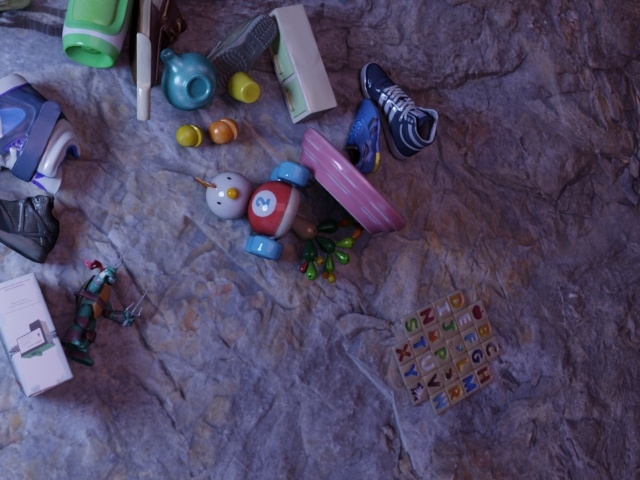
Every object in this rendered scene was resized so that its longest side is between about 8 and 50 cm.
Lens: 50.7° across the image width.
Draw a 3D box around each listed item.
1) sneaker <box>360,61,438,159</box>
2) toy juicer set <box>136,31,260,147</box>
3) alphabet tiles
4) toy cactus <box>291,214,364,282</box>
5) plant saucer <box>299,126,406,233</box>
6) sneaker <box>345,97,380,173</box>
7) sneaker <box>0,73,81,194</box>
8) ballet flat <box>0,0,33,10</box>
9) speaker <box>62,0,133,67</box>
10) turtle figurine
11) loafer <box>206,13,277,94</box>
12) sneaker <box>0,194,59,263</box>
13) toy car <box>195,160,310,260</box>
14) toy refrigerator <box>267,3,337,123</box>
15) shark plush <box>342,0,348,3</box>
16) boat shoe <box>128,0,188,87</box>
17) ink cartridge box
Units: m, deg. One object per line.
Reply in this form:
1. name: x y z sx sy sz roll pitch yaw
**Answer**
1. sneaker: 0.216 -0.365 1.816 0.099 0.153 0.282 -28 96 -29
2. toy juicer set: -0.310 -0.325 1.543 0.329 0.089 0.209 13 109 -40
3. alphabet tiles: 0.357 0.306 1.881 0.342 0.011 0.285 -22 93 -29
4. toy cactus: 0.000 0.000 1.697 0.180 0.112 0.219 36 69 1
5. plant saucer: 0.065 -0.130 1.633 0.084 0.332 0.332 -45 106 5
6. sneaker: 0.109 -0.281 1.796 0.082 0.069 0.209 3 82 -28
7. sneaker: -0.638 -0.164 1.344 0.236 0.130 0.323 49 59 -9
8. ballet flat: -0.745 -0.511 1.345 0.348 0.123 0.123 -16 91 -29
9. speaker: -0.480 -0.539 1.485 0.131 0.131 0.297 13 77 -26
10. turtle figurine: -0.458 0.134 1.414 0.175 0.118 0.234 70 33 -53
11. loafer: -0.211 -0.451 1.648 0.251 0.087 0.094 -46 126 -13
12. sneaker: -0.629 -0.064 1.365 0.227 0.087 0.130 36 66 -23
13. toy car: -0.178 -0.094 1.556 0.238 0.210 0.219 20 86 -12
14. toy refrigerator: -0.060 -0.444 1.710 0.094 0.102 0.270 -21 94 -29
15. shark plush: 0.005 -0.683 1.823 0.161 0.073 0.067 18 94 -46
16. boat shoe: -0.363 -0.506 1.549 0.123 0.123 0.342 7 74 -26
17. ink cartridge box: -0.571 0.183 1.317 0.092 0.160 0.219 -22 94 -29
